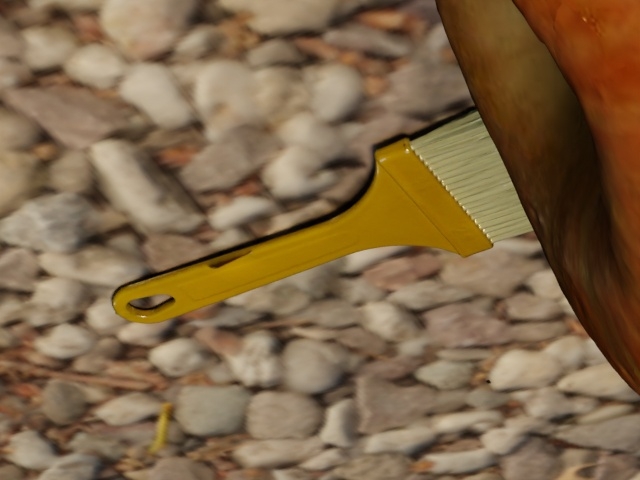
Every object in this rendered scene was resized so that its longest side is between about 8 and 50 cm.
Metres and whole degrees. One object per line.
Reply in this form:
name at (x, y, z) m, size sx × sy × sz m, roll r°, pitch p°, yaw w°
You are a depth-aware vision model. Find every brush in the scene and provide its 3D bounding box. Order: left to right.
brush at (0.000, 0.000, 0.737) m, size 0.205 × 0.011 × 0.083 m, roll -20°, pitch 143°, yaw 21°

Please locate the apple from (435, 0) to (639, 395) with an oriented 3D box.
apple at (0.161, -0.085, 0.413) m, size 0.302 × 0.301 × 0.301 m, roll -3°, pitch 144°, yaw -2°
